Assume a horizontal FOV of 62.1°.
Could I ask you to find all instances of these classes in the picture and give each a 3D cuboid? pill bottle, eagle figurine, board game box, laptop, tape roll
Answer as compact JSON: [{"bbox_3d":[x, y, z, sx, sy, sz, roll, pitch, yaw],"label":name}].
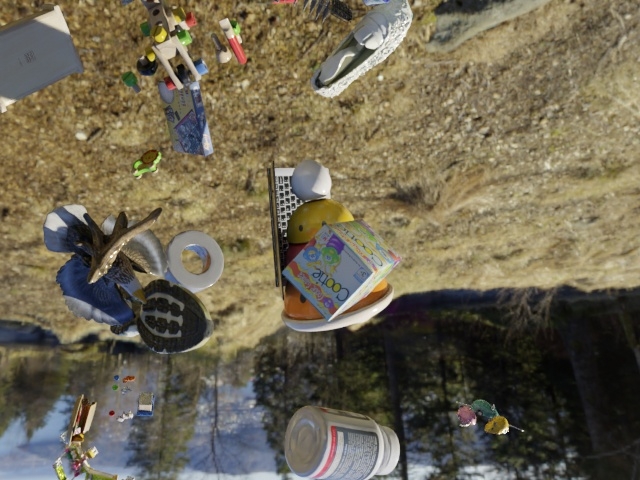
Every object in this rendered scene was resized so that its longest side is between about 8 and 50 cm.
[{"bbox_3d":[0.041,0.340,0.880,0.180,0.108,0.108,22,147,-34],"label":"pill bottle"},{"bbox_3d":[-0.436,0.054,1.123,0.226,0.225,0.298,-7,169,-17],"label":"eagle figurine"},{"bbox_3d":[-0.456,-0.414,1.793,0.165,0.042,0.243,14,125,33],"label":"board game box"},{"bbox_3d":[-0.040,-0.044,1.645,0.407,0.382,0.236,-7,-174,-42],"label":"laptop"},{"bbox_3d":[0.058,0.054,1.181,0.142,0.144,0.275,-48,169,17],"label":"board game box"},{"bbox_3d":[-0.463,0.076,1.920,0.219,0.219,0.072,14,155,-32],"label":"tape roll"}]

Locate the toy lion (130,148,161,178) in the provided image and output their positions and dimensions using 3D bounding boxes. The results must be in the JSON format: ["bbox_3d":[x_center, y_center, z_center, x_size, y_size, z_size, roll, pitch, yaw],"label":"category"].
[{"bbox_3d":[-0.583,-0.263,1.782,0.100,0.096,0.034,-17,145,7],"label":"toy lion"}]

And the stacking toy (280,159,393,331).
[{"bbox_3d":[0.000,0.000,1.580,0.350,0.480,0.350,-15,-171,2],"label":"stacking toy"}]

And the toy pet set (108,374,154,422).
[{"bbox_3d":[-0.520,0.445,1.471,0.114,0.122,0.065,6,133,-16],"label":"toy pet set"}]

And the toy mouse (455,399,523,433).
[{"bbox_3d":[0.365,0.398,1.234,0.160,0.031,0.143,4,-167,-27],"label":"toy mouse"}]

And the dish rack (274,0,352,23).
[{"bbox_3d":[-0.027,-0.747,1.649,0.271,0.208,0.074,24,125,-16],"label":"dish rack"}]

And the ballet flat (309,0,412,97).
[{"bbox_3d":[0.119,-0.599,1.681,0.147,0.147,0.409,20,133,-40],"label":"ballet flat"}]

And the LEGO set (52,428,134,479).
[{"bbox_3d":[-0.698,0.701,1.598,0.132,0.287,0.107,-41,-177,7],"label":"LEGO set"}]

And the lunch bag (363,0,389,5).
[{"bbox_3d":[0.135,-0.722,1.452,0.096,0.129,0.151,-28,117,-9],"label":"lunch bag"}]

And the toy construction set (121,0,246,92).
[{"bbox_3d":[-0.361,-0.542,1.329,0.308,0.258,0.237,4,156,15],"label":"toy construction set"}]

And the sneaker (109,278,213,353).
[{"bbox_3d":[-0.338,0.169,1.249,0.182,0.158,0.410,10,176,-41],"label":"sneaker"}]

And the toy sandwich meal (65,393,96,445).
[{"bbox_3d":[-0.375,0.282,0.835,0.029,0.086,0.085,13,152,-17],"label":"toy sandwich meal"}]

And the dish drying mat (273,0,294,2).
[{"bbox_3d":[-0.120,-0.820,1.821,0.083,0.008,0.032,-5,-165,-1],"label":"dish drying mat"}]

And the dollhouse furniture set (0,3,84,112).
[{"bbox_3d":[-0.686,-0.426,1.055,0.303,0.198,0.287,18,136,27],"label":"dollhouse furniture set"}]
